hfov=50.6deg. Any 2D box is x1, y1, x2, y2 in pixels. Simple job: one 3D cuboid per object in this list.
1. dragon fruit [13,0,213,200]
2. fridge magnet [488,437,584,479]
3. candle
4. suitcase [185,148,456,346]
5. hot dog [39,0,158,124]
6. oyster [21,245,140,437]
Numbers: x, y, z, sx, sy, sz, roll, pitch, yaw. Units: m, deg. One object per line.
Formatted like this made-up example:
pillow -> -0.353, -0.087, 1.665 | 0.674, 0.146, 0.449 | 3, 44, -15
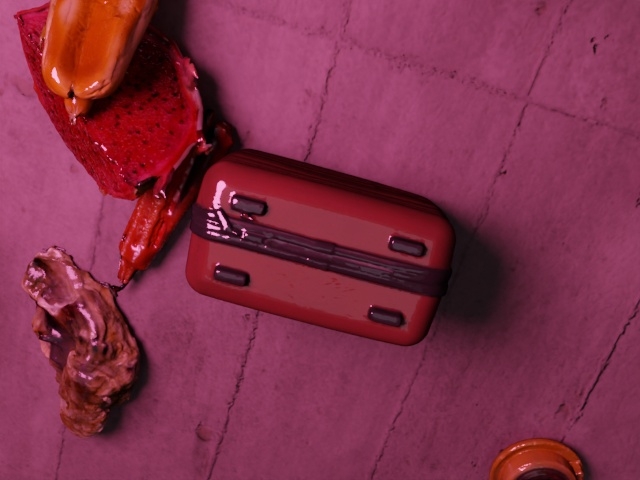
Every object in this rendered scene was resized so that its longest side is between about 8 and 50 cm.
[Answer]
dragon fruit -> -0.229, -0.161, 0.819 | 0.274, 0.161, 0.126 | 54, 153, 6
fridge magnet -> 0.329, 0.363, 1.028 | 0.143, 0.063, 0.143 | 1, 115, 2
candle -> -0.209, -0.044, 0.905 | 0.084, 0.059, 0.302 | 35, 112, 8
suitcase -> 0.000, 0.000, 0.814 | 0.297, 0.236, 0.161 | 14, 102, -1
hot dog -> -0.236, -0.253, 0.736 | 0.109, 0.072, 0.270 | 11, 72, 1
oyster -> -0.365, 0.157, 0.994 | 0.166, 0.094, 0.294 | -19, 104, 21
